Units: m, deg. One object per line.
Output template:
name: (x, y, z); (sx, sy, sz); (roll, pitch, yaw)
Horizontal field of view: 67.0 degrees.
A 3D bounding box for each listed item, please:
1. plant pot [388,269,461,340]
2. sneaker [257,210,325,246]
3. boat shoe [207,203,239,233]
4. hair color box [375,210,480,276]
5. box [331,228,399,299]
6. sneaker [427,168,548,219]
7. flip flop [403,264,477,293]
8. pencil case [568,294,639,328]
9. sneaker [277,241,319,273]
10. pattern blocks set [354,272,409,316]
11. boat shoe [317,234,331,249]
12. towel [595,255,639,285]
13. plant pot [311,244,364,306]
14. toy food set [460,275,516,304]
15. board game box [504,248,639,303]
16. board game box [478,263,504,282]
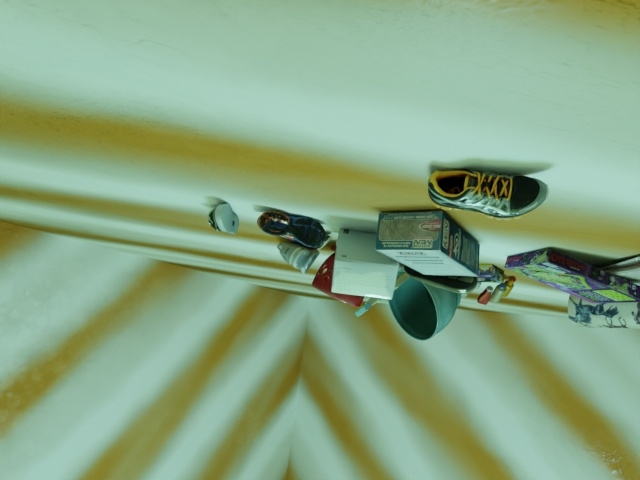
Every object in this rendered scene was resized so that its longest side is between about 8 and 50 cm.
plant pot: (0.437, 0.232, 1.956); (0.196, 0.293, 0.293); (-17, -179, -29)
sneaker: (-0.085, -0.039, 1.406); (0.221, 0.083, 0.087); (19, 178, -26)
boat shoe: (-0.290, -0.057, 1.406); (0.070, 0.077, 0.219); (6, 170, 1)
hair color box: (0.304, 0.016, 1.319); (0.174, 0.105, 0.347); (-1, 166, 32)
box: (0.130, 0.066, 1.426); (0.182, 0.119, 0.181); (7, -150, 3)
sneaker: (0.295, -0.090, 0.877); (0.215, 0.084, 0.083); (3, 163, 27)
flip flop: (0.375, 0.104, 1.523); (0.277, 0.112, 0.080); (23, 161, 47)
pencil case: (1.121, 0.245, 1.778); (0.184, 0.159, 0.410); (-12, 180, -31)
sneaker: (-0.083, 0.047, 1.818); (0.115, 0.105, 0.281); (35, 176, 13)
pattern blocks set: (0.245, 0.164, 1.699); (0.285, 0.026, 0.325); (-39, 172, 21)
boat shoe: (0.000, 0.000, 1.590); (0.043, 0.049, 0.137); (48, 165, -1)
towel: (1.017, 0.105, 1.438); (0.332, 0.053, 0.317); (9, 169, -5)
plant pot: (0.089, 0.122, 1.711); (0.191, 0.174, 0.191); (27, 180, 0)
toy food set: (0.648, 0.178, 1.923); (0.232, 0.111, 0.104); (16, 138, 7)
board game box: (0.778, 0.116, 1.491); (0.347, 0.056, 0.208); (21, 163, -11)
board game box: (0.582, 0.124, 1.813); (0.170, 0.048, 0.141); (-2, 166, 38)
